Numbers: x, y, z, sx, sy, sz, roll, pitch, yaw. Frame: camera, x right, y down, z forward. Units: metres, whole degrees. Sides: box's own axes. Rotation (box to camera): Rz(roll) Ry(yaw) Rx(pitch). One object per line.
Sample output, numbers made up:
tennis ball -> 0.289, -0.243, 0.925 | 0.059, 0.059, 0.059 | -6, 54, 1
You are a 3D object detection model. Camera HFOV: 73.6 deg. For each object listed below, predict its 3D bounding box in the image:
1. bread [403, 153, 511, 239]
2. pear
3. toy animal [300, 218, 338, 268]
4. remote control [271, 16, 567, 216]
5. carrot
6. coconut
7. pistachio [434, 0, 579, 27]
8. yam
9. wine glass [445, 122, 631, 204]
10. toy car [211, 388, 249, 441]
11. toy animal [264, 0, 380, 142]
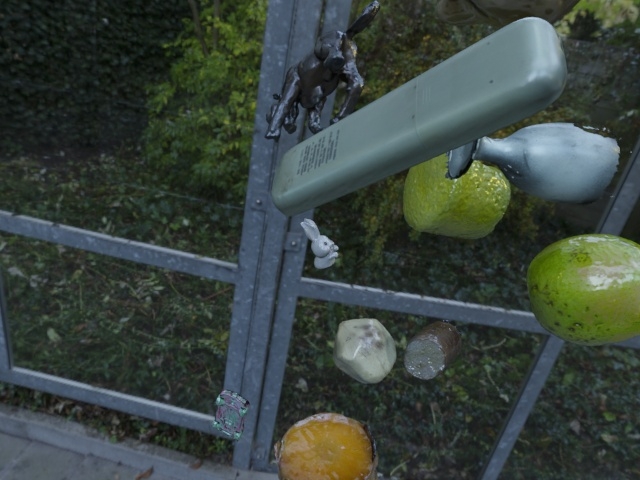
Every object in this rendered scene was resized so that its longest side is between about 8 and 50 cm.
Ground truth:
bread -> 0.490, -0.179, 1.577 | 0.308, 0.347, 0.348 | 11, 21, -22
pear -> 0.880, 0.150, 1.372 | 0.392, 0.390, 0.391 | 10, 23, -4
toy animal -> 0.001, 0.001, 1.842 | 0.131, 0.220, 0.103 | -6, 28, 27
remote control -> 0.060, -0.101, 0.405 | 0.310, 0.090, 0.038 | -20, -39, 41
carrot -> 0.020, 0.304, 0.443 | 0.102, 0.262, 0.102 | -7, 24, 3
coconut -> 0.139, 0.360, 1.424 | 0.225, 0.224, 0.224 | 10, 23, -4
pistachio -> 0.519, -0.708, 1.165 | 0.366, 0.281, 0.446 | -23, 23, -38
yam -> 0.202, 0.192, 0.759 | 0.084, 0.084, 0.127 | 23, 12, 25
wine glass -> 0.490, -0.194, 1.002 | 0.358, 0.190, 0.190 | 9, 23, -1
toy car -> -0.187, 0.367, 0.911 | 0.069, 0.142, 0.055 | 23, 33, 11
toy animal -> -0.010, -0.219, 0.586 | 0.085, 0.233, 0.147 | 14, 54, -34
